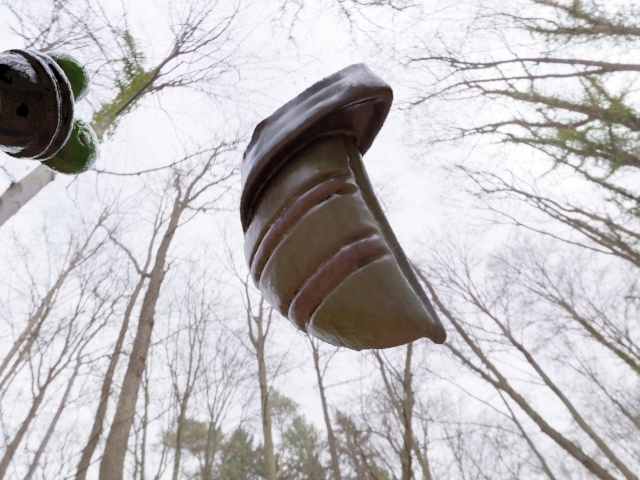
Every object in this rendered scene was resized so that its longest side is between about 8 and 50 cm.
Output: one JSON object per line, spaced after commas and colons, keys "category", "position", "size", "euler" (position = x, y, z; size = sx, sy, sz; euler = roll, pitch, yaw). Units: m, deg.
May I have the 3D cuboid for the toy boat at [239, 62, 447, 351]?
{"category": "toy boat", "position": [-0.015, -0.019, 0.533], "size": [0.111, 0.293, 0.276], "euler": [12, -23, -39]}

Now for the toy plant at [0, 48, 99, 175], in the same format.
{"category": "toy plant", "position": [-0.477, -0.217, 0.816], "size": [0.175, 0.235, 0.218], "euler": [13, -77, 17]}
